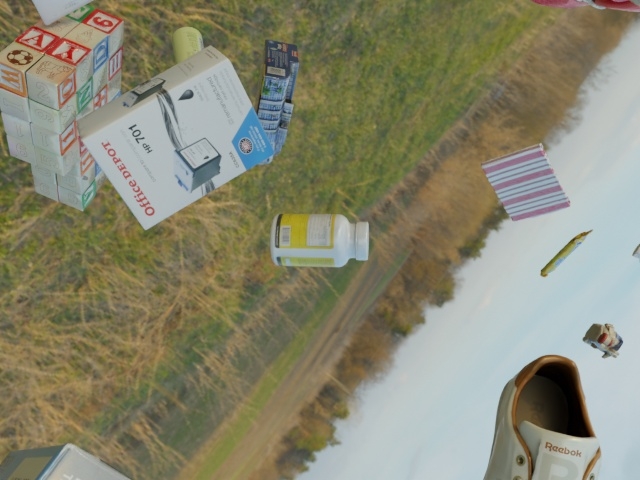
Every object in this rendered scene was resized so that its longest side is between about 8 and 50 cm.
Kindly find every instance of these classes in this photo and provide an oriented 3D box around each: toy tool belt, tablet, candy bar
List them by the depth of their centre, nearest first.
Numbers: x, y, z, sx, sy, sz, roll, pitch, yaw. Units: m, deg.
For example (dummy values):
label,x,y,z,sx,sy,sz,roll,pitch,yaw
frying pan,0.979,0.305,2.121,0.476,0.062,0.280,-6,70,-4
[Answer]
label,x,y,z,sx,sy,sz,roll,pitch,yaw
tablet,-0.328,-0.317,0.788,0.083,0.006,0.054,-38,159,-16
toy tool belt,0.450,0.159,0.954,0.052,0.051,0.083,-56,175,6
candy bar,0.453,0.025,1.137,0.040,0.018,0.161,-30,159,-21

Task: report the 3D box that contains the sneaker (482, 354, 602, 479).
label,x,y,z,sx,sy,sz,roll,pitch,yaw
sneaker,0.187,0.234,0.539,0.123,0.105,0.290,86,15,-55

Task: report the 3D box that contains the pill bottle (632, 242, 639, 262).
label,x,y,z,sx,sy,sz,roll,pitch,yaw
pill bottle,0.642,0.038,1.166,0.043,0.083,0.043,-52,165,-21

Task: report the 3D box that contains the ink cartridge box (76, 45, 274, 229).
label,x,y,z,sx,sy,sz,roll,pitch,yaw
ink cartridge box,-0.174,-0.125,0.748,0.190,0.082,0.140,-33,126,-9

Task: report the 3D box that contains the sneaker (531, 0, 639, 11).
label,x,y,z,sx,sy,sz,roll,pitch,yaw
sneaker,0.291,-0.281,0.597,0.136,0.116,0.314,-37,-155,-17

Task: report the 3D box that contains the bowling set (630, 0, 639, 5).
label,x,y,z,sx,sy,sz,roll,pitch,yaw
bowling set,0.302,-0.229,0.426,0.154,0.287,0.200,-56,158,-10

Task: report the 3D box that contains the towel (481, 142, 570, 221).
label,x,y,z,sx,sy,sz,roll,pitch,yaw
towel,0.475,-0.131,1.412,0.144,0.197,0.029,-17,-144,35

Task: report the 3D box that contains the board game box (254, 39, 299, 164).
label,x,y,z,sx,sy,sz,roll,pitch,yaw
board game box,-0.082,-0.210,1.022,0.194,0.060,0.194,-96,-163,-56

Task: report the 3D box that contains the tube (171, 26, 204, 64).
label,x,y,z,sx,sy,sz,roll,pitch,yaw
tube,-0.244,-0.305,1.183,0.070,0.240,0.062,-8,154,-16

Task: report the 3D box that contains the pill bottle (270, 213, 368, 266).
label,x,y,z,sx,sy,sz,roll,pitch,yaw
pill bottle,0.000,0.000,1.185,0.103,0.184,0.103,1,90,-83

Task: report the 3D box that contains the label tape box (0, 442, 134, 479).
label,x,y,z,sx,sy,sz,roll,pitch,yaw
label tape box,-0.130,0.310,0.525,0.249,0.347,0.115,-29,-151,51

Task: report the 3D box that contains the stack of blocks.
label,x,y,z,sx,sy,sz,roll,pitch,yaw
stack of blocks,-0.378,-0.180,0.915,0.297,0.087,0.171,114,-2,-50
